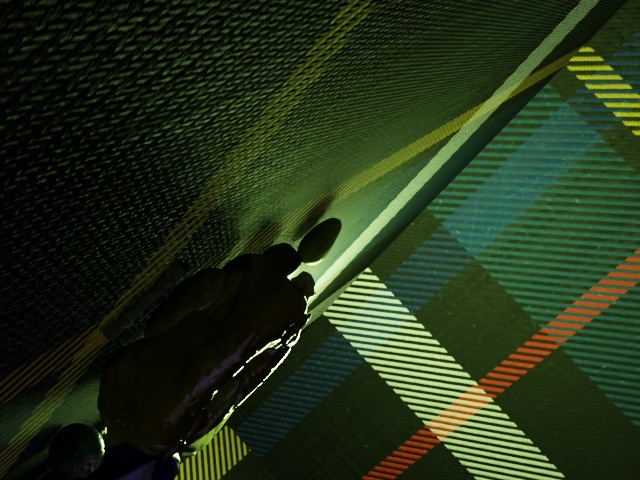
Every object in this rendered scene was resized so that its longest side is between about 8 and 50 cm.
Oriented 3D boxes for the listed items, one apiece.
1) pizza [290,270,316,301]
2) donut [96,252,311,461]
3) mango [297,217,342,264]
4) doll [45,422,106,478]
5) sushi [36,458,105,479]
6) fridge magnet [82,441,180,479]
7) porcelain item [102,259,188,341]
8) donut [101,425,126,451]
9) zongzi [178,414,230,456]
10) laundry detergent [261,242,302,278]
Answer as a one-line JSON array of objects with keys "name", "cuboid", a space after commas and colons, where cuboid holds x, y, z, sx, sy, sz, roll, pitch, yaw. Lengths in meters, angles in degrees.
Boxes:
[{"name": "pizza", "cuboid": [-0.130, 0.171, 2.042, 0.335, 0.086, 0.226, -41, 176, -18]}, {"name": "donut", "cuboid": [-0.180, 0.174, 1.473, 0.360, 0.170, 0.360, -43, 168, -12]}, {"name": "mango", "cuboid": [0.000, 0.000, 1.880, 0.108, 0.056, 0.073, -47, 178, 6]}, {"name": "doll", "cuboid": [-0.393, 0.338, 1.595, 0.114, 0.085, 0.152, -37, 180, -17]}, {"name": "sushi", "cuboid": [-0.485, 0.468, 1.665, 0.264, 0.050, 0.290, -39, -171, -31]}, {"name": "fridge magnet", "cuboid": [-0.380, 0.466, 1.829, 0.265, 0.113, 0.265, -35, 157, -17]}, {"name": "porcelain item", "cuboid": [-0.217, 0.076, 1.256, 0.136, 0.021, 0.075, -43, 177, 3]}, {"name": "donut", "cuboid": [-0.392, 0.393, 1.961, 0.166, 0.073, 0.184, -44, 172, 14]}, {"name": "zongzi", "cuboid": [-0.289, 0.437, 2.616, 0.274, 0.125, 0.251, -47, 179, 14]}, {"name": "laundry detergent", "cuboid": [-0.114, 0.088, 1.746, 0.096, 0.061, 0.206, -39, 173, -47]}]
